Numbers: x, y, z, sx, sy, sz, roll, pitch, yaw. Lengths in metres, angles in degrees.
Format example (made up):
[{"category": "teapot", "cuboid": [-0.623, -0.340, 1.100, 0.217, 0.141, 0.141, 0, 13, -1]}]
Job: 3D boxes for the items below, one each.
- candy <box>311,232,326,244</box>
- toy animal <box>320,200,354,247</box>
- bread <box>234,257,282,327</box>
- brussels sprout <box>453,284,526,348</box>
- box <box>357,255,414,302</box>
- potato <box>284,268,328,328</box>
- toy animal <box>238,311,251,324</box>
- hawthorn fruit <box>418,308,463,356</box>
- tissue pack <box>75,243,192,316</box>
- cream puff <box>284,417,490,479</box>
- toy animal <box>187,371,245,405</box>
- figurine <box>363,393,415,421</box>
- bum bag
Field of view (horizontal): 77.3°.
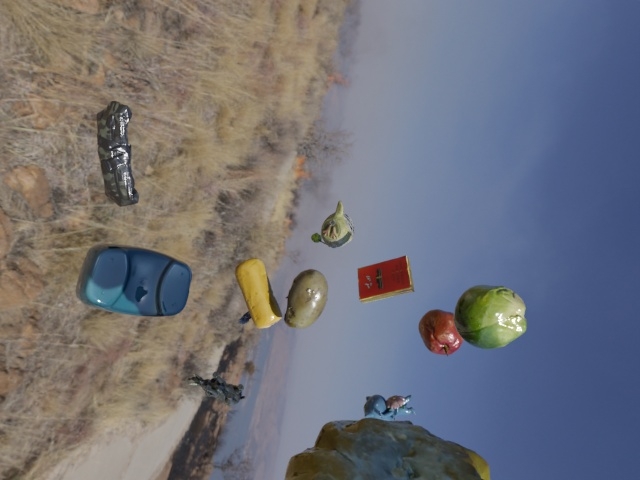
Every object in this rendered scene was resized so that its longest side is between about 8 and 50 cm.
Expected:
[{"category": "candy", "cuboid": [0.000, 0.000, 1.398, 0.035, 0.035, 0.123, -41, -157, -7]}, {"category": "toy animal", "cuboid": [0.057, -0.045, 1.141, 0.098, 0.098, 0.137, -77, -178, -80]}, {"category": "bread", "cuboid": [-0.272, 0.229, 1.728, 0.305, 0.142, 0.091, 67, 18, 6]}, {"category": "brussels sprout", "cuboid": [0.375, 0.168, 0.904, 0.117, 0.155, 0.154, 163, -62, -79]}, {"category": "box", "cuboid": [0.154, 0.094, 0.960, 0.023, 0.134, 0.090, 45, 38, -45]}, {"category": "potato", "cuboid": [-0.059, 0.241, 1.619, 0.165, 0.165, 0.262, -78, -167, -72]}, {"category": "toy animal", "cuboid": [-0.308, 0.330, 1.952, 0.220, 0.108, 0.062, -52, 141, -19]}, {"category": "hawthorn fruit", "cuboid": [0.494, 0.388, 1.635, 0.200, 0.179, 0.179, -78, 179, -52]}, {"category": "tissue pack", "cuboid": [-0.544, 0.117, 1.174, 0.206, 0.288, 0.198, 2, -101, 52]}, {"category": "cream puff", "cuboid": [0.092, 0.414, 0.578, 0.274, 0.324, 0.269, -134, -129, -65]}, {"category": "toy animal", "cuboid": [-0.426, 0.589, 1.612, 0.137, 0.270, 0.082, 98, 13, -52]}, {"category": "figurine", "cuboid": [0.247, 0.611, 1.421, 0.114, 0.178, 0.144, -85, 155, -56]}, {"category": "bum bag", "cuboid": [-0.668, -0.277, 1.304, 0.095, 0.144, 0.340, -32, 126, -64]}]
